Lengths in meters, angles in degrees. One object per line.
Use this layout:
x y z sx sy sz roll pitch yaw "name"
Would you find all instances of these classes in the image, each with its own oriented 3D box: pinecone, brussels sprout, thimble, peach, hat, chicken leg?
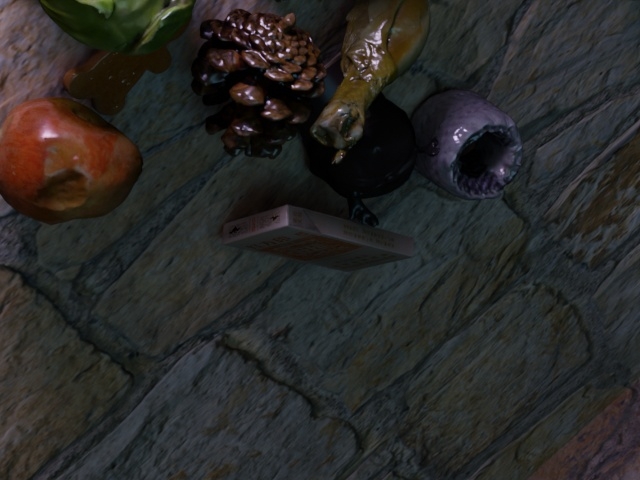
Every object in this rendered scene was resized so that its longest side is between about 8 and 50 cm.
-0.116 -0.277 1.800 0.244 0.244 0.309 -11 139 -30 "pinecone"
-0.290 -0.420 1.536 0.294 0.227 0.260 -22 134 -54 "brussels sprout"
0.316 -0.201 2.221 0.217 0.157 0.245 -50 137 7 "thimble"
-0.413 -0.132 1.691 0.235 0.214 0.214 9 118 -16 "peach"
0.095 -0.189 2.031 0.238 0.209 0.336 -38 135 -3 "hat"
0.087 -0.318 1.863 0.152 0.201 0.429 33 58 -11 "chicken leg"

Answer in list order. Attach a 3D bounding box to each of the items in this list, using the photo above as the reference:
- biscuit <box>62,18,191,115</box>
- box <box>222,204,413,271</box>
-0.317 -0.323 1.730 0.250 0.036 0.165 -45 155 4 "biscuit"
0.000 0.001 2.123 0.365 0.204 0.051 14 70 -42 "box"
